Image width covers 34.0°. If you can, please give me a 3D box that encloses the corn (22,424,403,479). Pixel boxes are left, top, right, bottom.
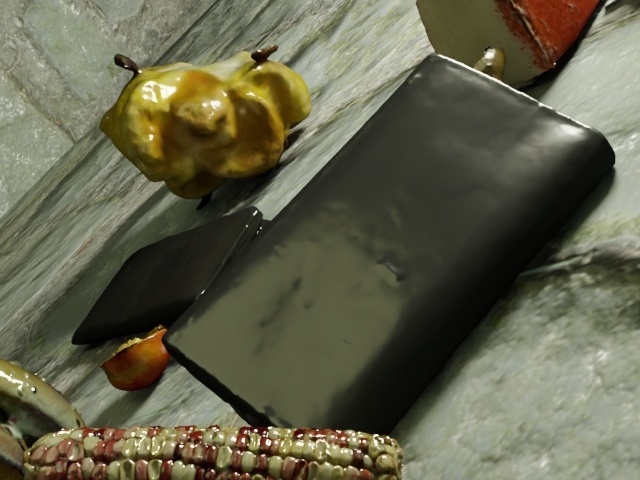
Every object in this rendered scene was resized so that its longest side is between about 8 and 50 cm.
[{"bbox_3d":[-0.081,0.185,0.792,0.290,0.098,0.098,-2,25,-1],"label":"corn"}]

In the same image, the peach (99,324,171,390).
[{"bbox_3d":[-0.223,0.150,1.294,0.098,0.061,0.098,-29,0,0],"label":"peach"}]

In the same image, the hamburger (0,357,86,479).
[{"bbox_3d":[-0.458,0.247,1.218,0.318,0.277,0.195,-24,34,25],"label":"hamburger"}]

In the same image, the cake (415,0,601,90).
[{"bbox_3d":[0.243,-0.318,1.316,0.158,0.159,0.262,-19,27,50],"label":"cake"}]

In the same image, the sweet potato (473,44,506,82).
[{"bbox_3d":[0.104,-0.103,1.209,0.310,0.098,0.124,-46,28,-6],"label":"sweet potato"}]

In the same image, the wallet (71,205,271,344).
[{"bbox_3d":[-0.218,0.056,1.493,0.378,0.051,0.197,-16,34,48],"label":"wallet"}]

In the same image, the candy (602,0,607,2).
[{"bbox_3d":[0.400,-0.397,1.204,0.086,0.292,0.059,-8,47,-29],"label":"candy"}]

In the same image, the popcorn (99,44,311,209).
[{"bbox_3d":[-0.192,-0.182,1.686,0.316,0.280,0.297,15,31,30],"label":"popcorn"}]

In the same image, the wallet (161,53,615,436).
[{"bbox_3d":[0.065,0.008,0.961,0.228,0.062,0.406,32,68,32],"label":"wallet"}]
